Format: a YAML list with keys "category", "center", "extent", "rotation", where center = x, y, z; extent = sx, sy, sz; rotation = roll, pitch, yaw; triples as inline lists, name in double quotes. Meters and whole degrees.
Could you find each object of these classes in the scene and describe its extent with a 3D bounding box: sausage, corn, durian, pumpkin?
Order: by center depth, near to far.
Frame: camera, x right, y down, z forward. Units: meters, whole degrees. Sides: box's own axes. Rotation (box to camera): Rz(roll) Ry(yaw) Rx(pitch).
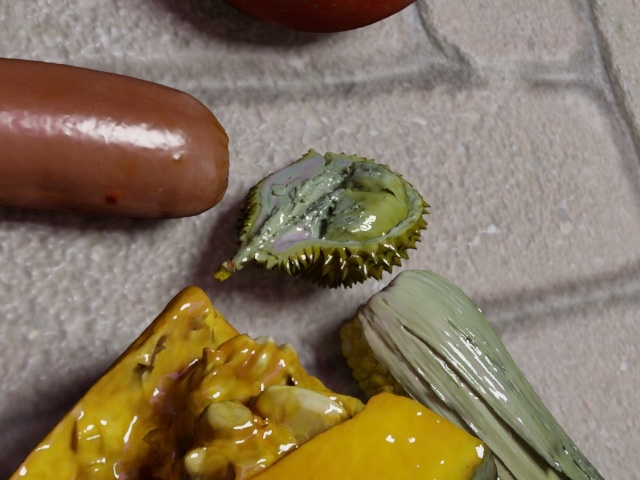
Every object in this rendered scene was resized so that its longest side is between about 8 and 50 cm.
- category: "pumpkin"
  center: [-0.055, 0.179, 0.557]
  extent: [0.303, 0.256, 0.225]
  rotation: [29, 66, 24]
- category: "sausage"
  center: [-0.188, -0.074, 0.674]
  extent: [0.259, 0.113, 0.113]
  rotation: [4, 71, -27]
- category: "durian"
  center: [0.000, 0.000, 0.740]
  extent: [0.208, 0.147, 0.102]
  rotation: [-27, 129, -43]
- category: "corn"
  center: [0.141, 0.158, 0.754]
  extent: [0.305, 0.123, 0.122]
  rotation: [50, 41, -1]

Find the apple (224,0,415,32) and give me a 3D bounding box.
- category: "apple"
  center: [0.006, -0.309, 0.778]
  extent: [0.261, 0.217, 0.260]
  rotation: [0, 90, -37]
